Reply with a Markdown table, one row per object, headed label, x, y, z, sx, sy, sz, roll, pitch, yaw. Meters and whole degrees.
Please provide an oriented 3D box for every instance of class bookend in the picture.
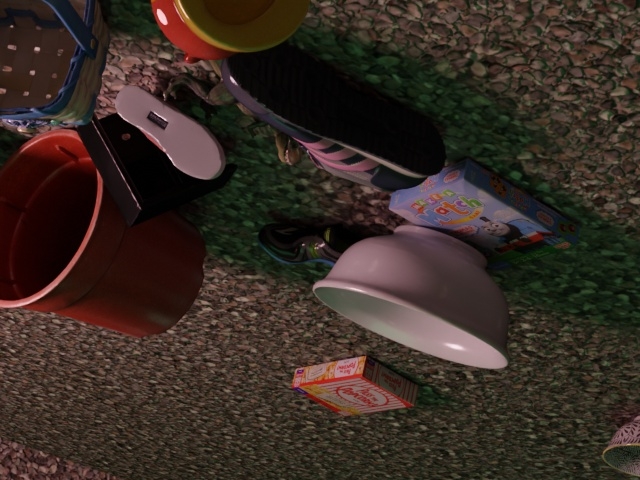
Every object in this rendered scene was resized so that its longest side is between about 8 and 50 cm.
| label | x | y | z | sx | sy | sz | roll | pitch | yaw |
| --- | --- | --- | --- | --- | --- | --- | --- | --- | --- |
| bookend | -0.223 | -0.123 | 1.865 | 0.157 | 0.156 | 0.072 | -24 | 170 | -28 |

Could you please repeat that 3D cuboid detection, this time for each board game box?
| label | x | y | z | sx | sy | sz | roll | pitch | yaw |
| --- | --- | --- | --- | --- | --- | --- | --- | --- | --- |
| board game box | 0.225 | -0.032 | 1.888 | 0.211 | 0.039 | 0.160 | 29 | 151 | -27 |
| board game box | 0.065 | 0.275 | 2.572 | 0.147 | 0.045 | 0.193 | 32 | 149 | -33 |

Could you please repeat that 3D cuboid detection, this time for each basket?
| label | x | y | z | sx | sy | sz | roll | pitch | yaw |
| --- | --- | --- | --- | --- | --- | --- | --- | --- | --- |
| basket | -0.374 | -0.240 | 1.578 | 0.255 | 0.201 | 0.289 | 7 | 163 | 16 |

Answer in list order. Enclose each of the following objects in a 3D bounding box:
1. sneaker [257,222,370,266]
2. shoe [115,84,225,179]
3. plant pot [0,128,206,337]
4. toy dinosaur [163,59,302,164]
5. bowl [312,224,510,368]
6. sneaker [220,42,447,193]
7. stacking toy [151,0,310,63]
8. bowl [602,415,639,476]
| label | x | y | z | sx | sy | sz | roll | pitch | yaw |
| --- | --- | --- | --- | --- | --- | --- | --- | --- | --- |
| sneaker | 0.000 | 0.000 | 2.047 | 0.188 | 0.067 | 0.078 | 11 | 141 | 0 |
| shoe | -0.183 | -0.139 | 1.777 | 0.178 | 0.063 | 0.081 | 37 | -172 | 17 |
| plant pot | -0.326 | 0.011 | 2.022 | 0.272 | 0.272 | 0.265 | -8 | 155 | 37 |
| toy dinosaur | -0.123 | -0.190 | 1.727 | 0.118 | 0.064 | 0.268 | -10 | 141 | 34 |
| bowl | 0.149 | 0.066 | 1.947 | 0.298 | 0.134 | 0.298 | 21 | 168 | 5 |
| sneaker | -0.004 | -0.139 | 1.704 | 0.319 | 0.112 | 0.131 | 27 | 148 | -23 |
| stacking toy | -0.100 | -0.329 | 1.197 | 0.279 | 0.309 | 0.130 | 36 | 161 | -13 |
| bowl | 0.595 | 0.362 | 2.448 | 0.170 | 0.080 | 0.170 | 11 | 154 | 5 |
